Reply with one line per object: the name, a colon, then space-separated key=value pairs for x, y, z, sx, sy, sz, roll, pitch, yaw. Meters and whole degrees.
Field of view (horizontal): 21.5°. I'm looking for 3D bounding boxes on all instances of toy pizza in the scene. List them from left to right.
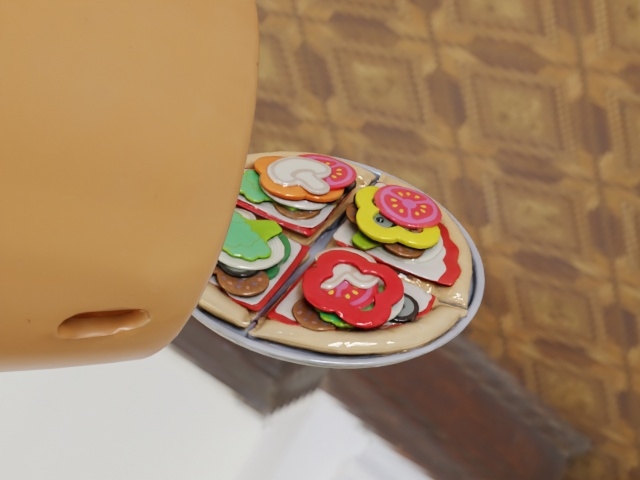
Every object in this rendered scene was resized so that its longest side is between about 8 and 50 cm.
toy pizza: x=0.000 y=0.000 z=0.996 sx=0.201 sy=0.201 sz=0.032 roll=23 pitch=128 yaw=15

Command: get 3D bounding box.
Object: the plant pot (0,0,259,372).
plant pot: x=-0.156 y=-0.060 z=0.760 sx=0.203 sy=0.291 sz=0.291 roll=11 pitch=156 yaw=-22
